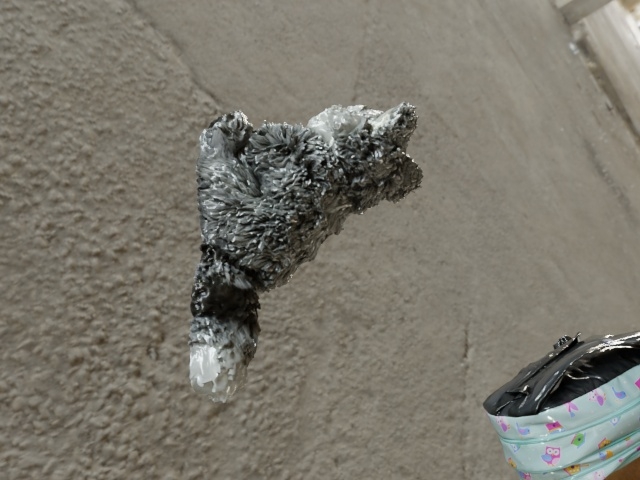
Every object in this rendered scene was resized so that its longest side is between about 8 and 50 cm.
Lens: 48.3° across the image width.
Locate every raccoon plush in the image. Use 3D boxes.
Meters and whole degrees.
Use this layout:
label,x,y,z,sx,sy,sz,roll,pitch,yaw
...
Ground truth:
label,x,y,z,sx,sy,sz,roll,pitch,yaw
raccoon plush,0.000,0.000,0.967,0.216,0.299,0.446,75,13,-67

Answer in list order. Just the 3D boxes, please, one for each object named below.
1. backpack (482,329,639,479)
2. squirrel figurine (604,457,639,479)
label,x,y,z,sx,sy,sz,roll,pitch,yaw
backpack,0.257,0.164,0.700,0.182,0.152,0.115,-23,84,-24
squirrel figurine,0.474,0.322,0.779,0.370,0.397,0.281,37,-21,42
